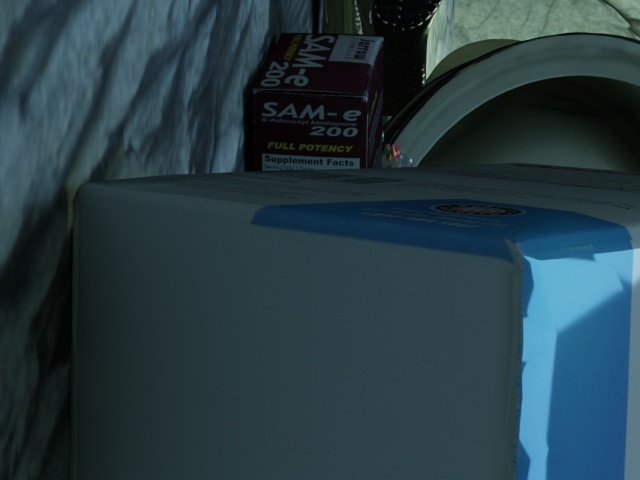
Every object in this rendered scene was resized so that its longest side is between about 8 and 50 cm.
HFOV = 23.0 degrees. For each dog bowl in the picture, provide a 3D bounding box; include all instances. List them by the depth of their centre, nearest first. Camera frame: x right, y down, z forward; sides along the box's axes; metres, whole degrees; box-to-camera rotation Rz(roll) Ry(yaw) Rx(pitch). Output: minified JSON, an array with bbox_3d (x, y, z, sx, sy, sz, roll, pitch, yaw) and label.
[{"bbox_3d":[0.200,0.006,1.453,0.150,0.408,0.407,-139,-132,-72],"label":"dog bowl"}]

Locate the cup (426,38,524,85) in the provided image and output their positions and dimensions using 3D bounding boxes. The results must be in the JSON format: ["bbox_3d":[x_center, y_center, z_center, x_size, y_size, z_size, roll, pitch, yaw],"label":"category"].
[{"bbox_3d":[0.215,-0.053,1.977,0.237,0.331,0.331,-48,148,-39],"label":"cup"}]

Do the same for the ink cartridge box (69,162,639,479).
[{"bbox_3d":[0.071,0.075,0.603,0.270,0.198,0.197,-6,100,-47],"label":"ink cartridge box"}]

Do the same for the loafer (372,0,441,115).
[{"bbox_3d":[0.067,-0.228,1.528,0.078,0.080,0.220,-114,-154,-48],"label":"loafer"}]

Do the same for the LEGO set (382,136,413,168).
[{"bbox_3d":[0.045,-0.029,1.217,0.287,0.107,0.132,83,12,-55],"label":"LEGO set"}]

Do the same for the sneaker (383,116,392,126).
[{"bbox_3d":[0.094,-0.101,1.733,0.161,0.075,0.057,70,24,-73],"label":"sneaker"}]

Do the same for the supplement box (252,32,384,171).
[{"bbox_3d":[0.000,0.000,0.999,0.130,0.073,0.239,-73,165,-67],"label":"supplement box"}]

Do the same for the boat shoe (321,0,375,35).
[{"bbox_3d":[0.014,-0.178,1.209,0.056,0.048,0.153,-42,129,-63],"label":"boat shoe"}]
